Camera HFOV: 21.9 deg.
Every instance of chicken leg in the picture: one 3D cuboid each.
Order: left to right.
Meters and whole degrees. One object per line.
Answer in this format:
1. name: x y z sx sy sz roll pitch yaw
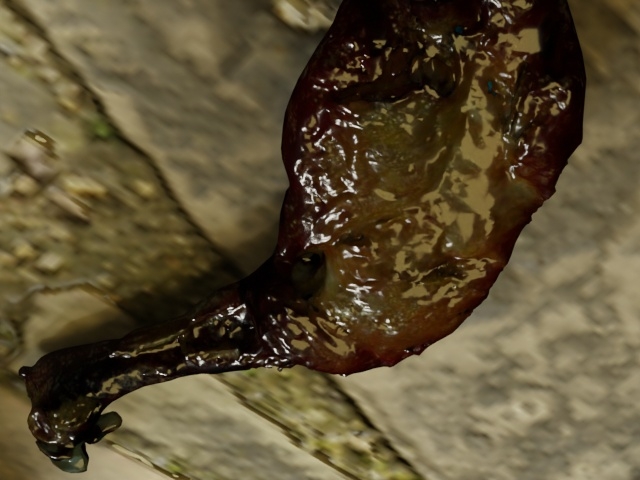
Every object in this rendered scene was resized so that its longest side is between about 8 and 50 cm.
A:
1. chicken leg: 0.000 0.000 0.533 0.106 0.051 0.253 30 120 -25
